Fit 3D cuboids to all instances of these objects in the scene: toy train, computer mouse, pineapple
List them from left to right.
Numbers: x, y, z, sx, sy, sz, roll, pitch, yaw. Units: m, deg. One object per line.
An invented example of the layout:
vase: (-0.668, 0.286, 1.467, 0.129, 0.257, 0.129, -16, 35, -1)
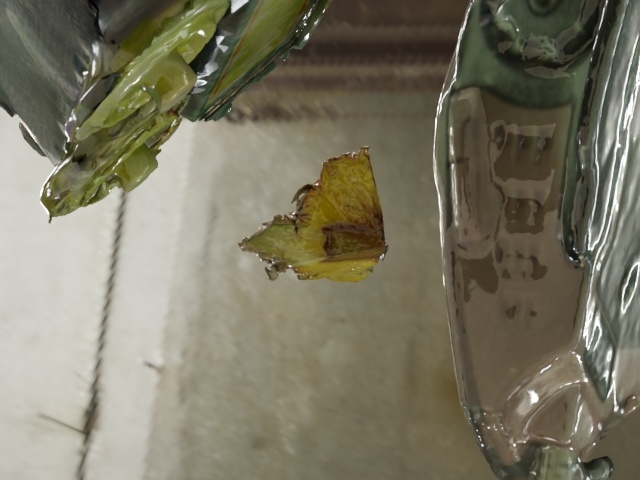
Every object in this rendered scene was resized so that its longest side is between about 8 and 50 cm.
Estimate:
toy train: (-0.080, -0.118, 0.767, 0.177, 0.261, 0.134, -43, -91, -18)
pineapple: (0.000, 0.000, 1.283, 0.114, 0.114, 0.077, -18, -134, -20)
computer mouse: (0.119, -0.026, 0.883, 0.115, 0.199, 0.389, 15, -85, 35)
